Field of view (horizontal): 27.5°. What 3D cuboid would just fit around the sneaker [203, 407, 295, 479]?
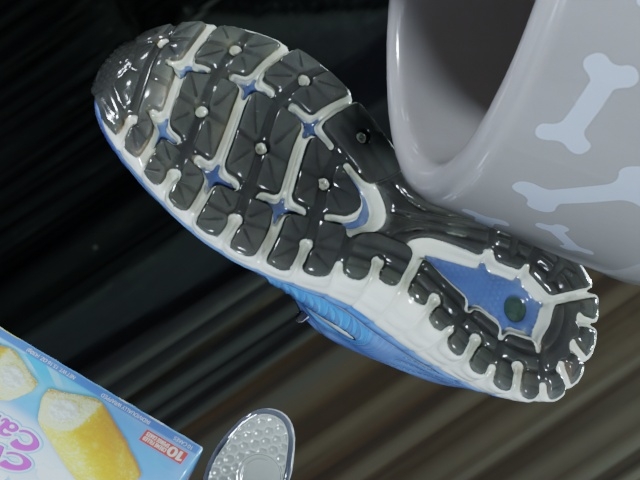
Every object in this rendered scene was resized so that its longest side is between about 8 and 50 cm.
[{"bbox_3d":[-0.078,0.271,1.386,0.086,0.226,0.163,20,7,5],"label":"sneaker"}]

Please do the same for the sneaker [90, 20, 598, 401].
[{"bbox_3d":[0.000,0.000,0.787,0.330,0.130,0.147,36,-24,-12],"label":"sneaker"}]

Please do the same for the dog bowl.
[{"bbox_3d":[0.113,-0.159,0.546,0.349,0.102,0.349,-171,-90,-80],"label":"dog bowl"}]

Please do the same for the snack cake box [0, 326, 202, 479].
[{"bbox_3d":[-0.256,0.183,1.130,0.264,0.089,0.152,30,32,5],"label":"snack cake box"}]
